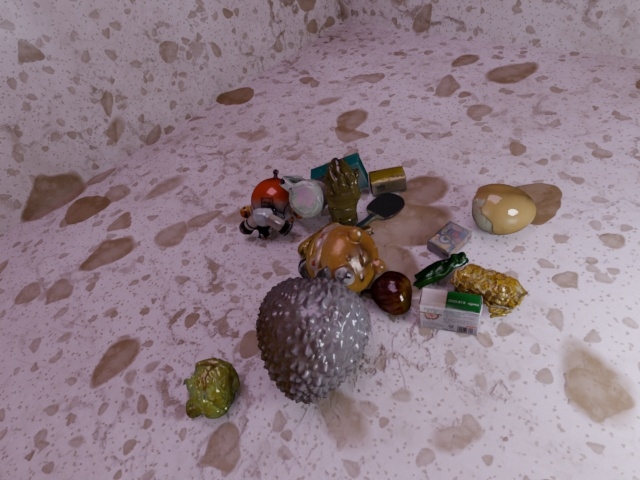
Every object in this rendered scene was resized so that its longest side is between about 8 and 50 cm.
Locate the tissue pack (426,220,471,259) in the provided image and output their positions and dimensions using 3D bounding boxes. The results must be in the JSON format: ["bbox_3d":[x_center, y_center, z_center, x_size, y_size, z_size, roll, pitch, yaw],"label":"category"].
[{"bbox_3d":[0.513,-0.002,1.657,0.148,0.060,0.108,-38,50,-18],"label":"tissue pack"}]

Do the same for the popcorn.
[{"bbox_3d":[-0.371,0.496,1.372,0.212,0.198,0.198,-43,40,23],"label":"popcorn"}]

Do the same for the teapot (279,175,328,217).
[{"bbox_3d":[-0.064,-0.203,1.871,0.221,0.163,0.178,12,20,19],"label":"teapot"}]

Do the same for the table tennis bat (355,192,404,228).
[{"bbox_3d":[0.264,-0.132,1.886,0.274,0.021,0.154,-38,47,-22],"label":"table tennis bat"}]

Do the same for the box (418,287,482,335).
[{"bbox_3d":[0.435,0.239,1.397,0.199,0.135,0.081,5,48,20],"label":"box"}]

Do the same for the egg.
[{"bbox_3d":[0.706,-0.120,1.614,0.244,0.201,0.201,4,48,9],"label":"egg"}]

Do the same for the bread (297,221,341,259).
[{"bbox_3d":[0.000,0.000,1.771,0.211,0.114,0.083,-36,89,-18],"label":"bread"}]

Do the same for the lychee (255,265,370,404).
[{"bbox_3d":[-0.029,0.289,1.318,0.380,0.380,0.432,8,74,23],"label":"lychee"}]

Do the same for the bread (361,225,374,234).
[{"bbox_3d":[0.186,-0.037,1.805,0.083,0.036,0.047,-21,43,-7],"label":"bread"}]

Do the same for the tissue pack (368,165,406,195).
[{"bbox_3d":[0.316,-0.287,1.971,0.169,0.082,0.120,-10,39,7],"label":"tissue pack"}]

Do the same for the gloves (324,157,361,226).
[{"bbox_3d":[0.097,-0.194,1.777,0.154,0.331,0.141,-1,39,7],"label":"gloves"}]

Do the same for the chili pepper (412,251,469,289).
[{"bbox_3d":[0.438,0.109,1.539,0.224,0.061,0.098,-27,18,11],"label":"chili pepper"}]

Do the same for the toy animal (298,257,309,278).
[{"bbox_3d":[-0.044,0.132,1.679,0.098,0.098,0.137,-6,68,11],"label":"toy animal"}]

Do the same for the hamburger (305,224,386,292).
[{"bbox_3d":[0.099,0.073,1.525,0.276,0.276,0.237,-50,20,-29],"label":"hamburger"}]

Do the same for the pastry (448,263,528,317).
[{"bbox_3d":[0.582,0.170,1.439,0.250,0.102,0.154,25,47,37],"label":"pastry"}]

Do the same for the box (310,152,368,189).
[{"bbox_3d":[0.090,-0.298,1.972,0.245,0.153,0.092,-17,43,19],"label":"box"}]

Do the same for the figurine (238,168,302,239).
[{"bbox_3d":[-0.227,-0.167,1.940,0.320,0.196,0.323,1,47,11],"label":"figurine"}]

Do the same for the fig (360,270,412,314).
[{"bbox_3d":[0.245,0.177,1.500,0.202,0.148,0.149,32,82,28],"label":"fig"}]
